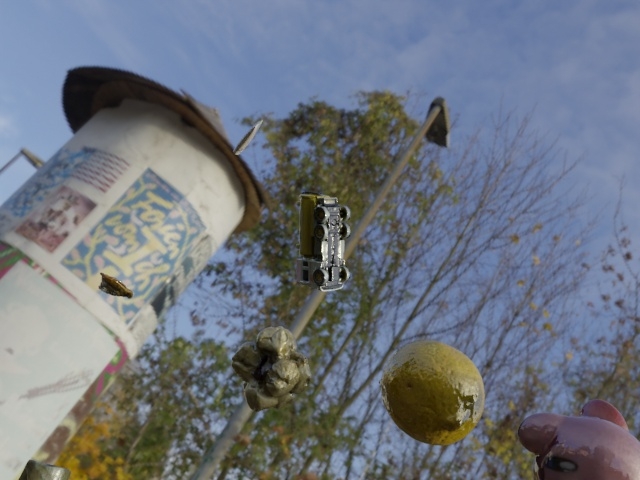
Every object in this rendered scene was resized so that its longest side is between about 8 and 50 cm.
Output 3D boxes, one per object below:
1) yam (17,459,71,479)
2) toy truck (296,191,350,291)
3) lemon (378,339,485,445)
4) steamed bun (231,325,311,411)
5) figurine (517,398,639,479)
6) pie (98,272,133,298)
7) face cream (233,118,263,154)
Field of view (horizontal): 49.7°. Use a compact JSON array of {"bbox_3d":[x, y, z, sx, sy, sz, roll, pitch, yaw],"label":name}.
[{"bbox_3d":[-0.373,0.363,0.861,0.069,0.169,0.068,9,-26,5],"label":"yam"},{"bbox_3d":[0.000,0.000,1.604,0.114,0.098,0.226,4,-84,42],"label":"toy truck"},{"bbox_3d":[0.259,0.351,1.580,0.253,0.228,0.228,46,-12,50],"label":"lemon"},{"bbox_3d":[-0.128,0.296,1.587,0.106,0.177,0.192,26,-61,-41],"label":"steamed bun"},{"bbox_3d":[0.520,0.439,1.298,0.262,0.269,0.211,13,-10,-35],"label":"figurine"},{"bbox_3d":[-0.492,0.112,1.659,0.092,0.034,0.170,28,-21,-13],"label":"pie"},{"bbox_3d":[-0.166,-0.238,1.592,0.020,0.038,0.115,42,-49,-6],"label":"face cream"}]
